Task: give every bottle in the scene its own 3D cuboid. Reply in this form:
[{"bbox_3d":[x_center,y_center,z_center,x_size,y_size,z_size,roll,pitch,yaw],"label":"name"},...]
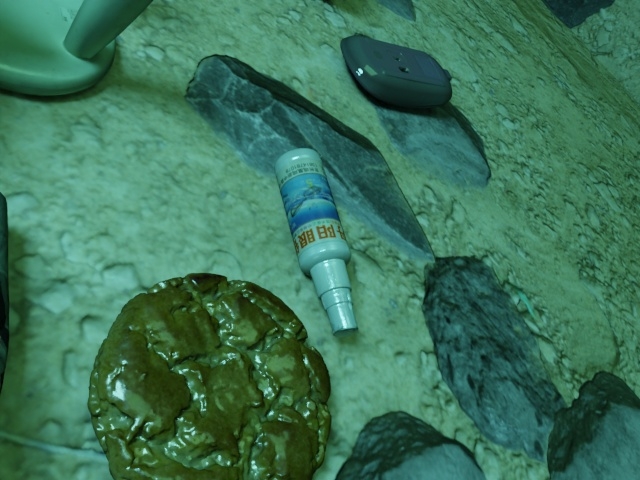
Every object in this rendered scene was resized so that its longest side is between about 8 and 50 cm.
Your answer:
[{"bbox_3d":[0.000,0.000,0.622,0.060,0.060,0.217,5,57,-38],"label":"bottle"}]

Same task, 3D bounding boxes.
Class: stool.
[{"bbox_3d":[-0.250,-0.260,0.503,0.195,0.199,0.195,-1,62,-43],"label":"stool"}]

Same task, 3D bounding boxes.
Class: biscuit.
[{"bbox_3d":[-0.077,0.122,0.473,0.226,0.042,0.225,24,45,-26],"label":"biscuit"}]

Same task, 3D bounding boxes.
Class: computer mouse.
[{"bbox_3d":[0.125,-0.276,0.946,0.232,0.057,0.120,-4,62,-40],"label":"computer mouse"}]

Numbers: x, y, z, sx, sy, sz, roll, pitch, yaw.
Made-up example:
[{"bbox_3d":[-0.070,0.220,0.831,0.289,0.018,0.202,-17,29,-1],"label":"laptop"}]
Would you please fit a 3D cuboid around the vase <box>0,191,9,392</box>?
[{"bbox_3d":[-0.234,0.059,0.371,0.060,0.060,0.211,5,57,-38],"label":"vase"}]
